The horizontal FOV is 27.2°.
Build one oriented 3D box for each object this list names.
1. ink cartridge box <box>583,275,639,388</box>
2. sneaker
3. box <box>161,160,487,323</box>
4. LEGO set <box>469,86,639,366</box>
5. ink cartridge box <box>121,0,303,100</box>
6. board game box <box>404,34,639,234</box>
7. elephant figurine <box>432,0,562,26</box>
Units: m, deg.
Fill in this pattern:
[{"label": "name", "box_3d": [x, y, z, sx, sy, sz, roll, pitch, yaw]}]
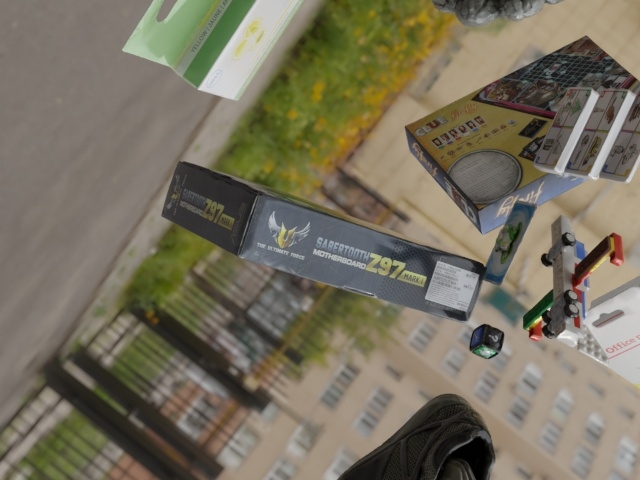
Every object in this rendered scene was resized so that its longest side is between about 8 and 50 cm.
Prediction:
[{"label": "ink cartridge box", "box_3d": [0.309, 0.083, 1.168, 0.104, 0.181, 0.062, -36, -152, 46]}, {"label": "sneaker", "box_3d": [0.086, 0.260, 1.326, 0.227, 0.087, 0.130, -42, -162, -2]}, {"label": "box", "box_3d": [0.000, 0.000, 1.148, 0.183, 0.232, 0.059, 22, -86, 62]}, {"label": "LEGO set", "box_3d": [0.204, -0.004, 1.070, 0.244, 0.060, 0.182, -65, -165, 0]}, {"label": "ink cartridge box", "box_3d": [-0.115, -0.258, 1.543, 0.171, 0.056, 0.235, -55, 165, 11]}, {"label": "board game box", "box_3d": [0.238, -0.121, 1.454, 0.243, 0.165, 0.042, -27, 137, -9]}, {"label": "elephant figurine", "box_3d": [0.173, -0.350, 1.322, 0.169, 0.240, 0.186, -21, -155, -8]}]
